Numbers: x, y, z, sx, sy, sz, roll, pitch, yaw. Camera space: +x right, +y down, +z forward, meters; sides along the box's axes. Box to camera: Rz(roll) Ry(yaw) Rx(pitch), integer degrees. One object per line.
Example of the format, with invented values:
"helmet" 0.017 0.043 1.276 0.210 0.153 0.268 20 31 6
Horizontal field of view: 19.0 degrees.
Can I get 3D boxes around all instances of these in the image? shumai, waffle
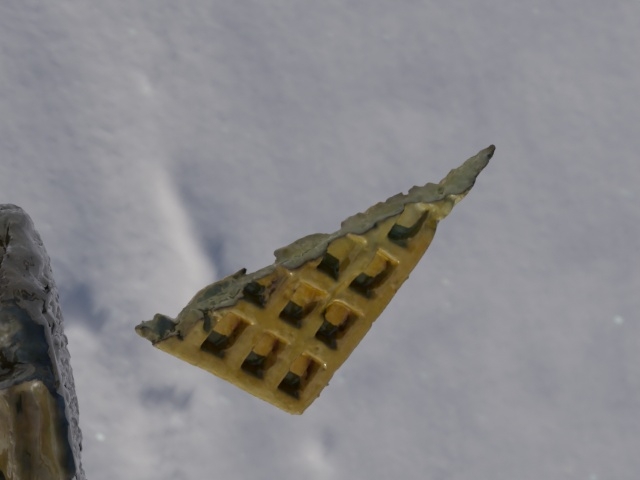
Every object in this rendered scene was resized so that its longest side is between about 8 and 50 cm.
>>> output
"shumai" -0.312 0.115 1.424 0.262 0.314 0.267 -8 120 -5
"waffle" 0.000 0.000 1.050 0.125 0.032 0.191 30 101 -32
